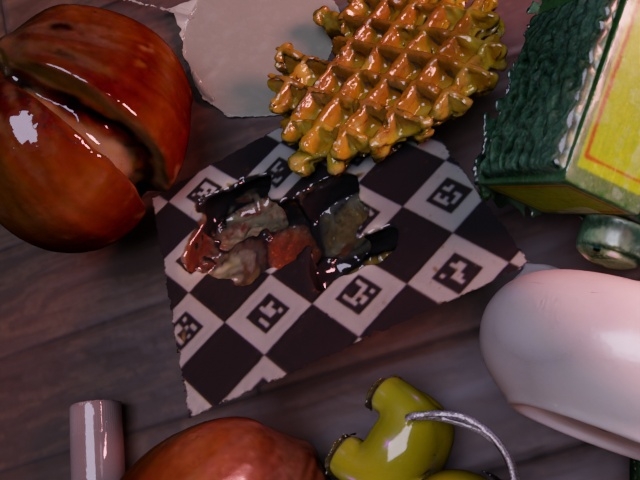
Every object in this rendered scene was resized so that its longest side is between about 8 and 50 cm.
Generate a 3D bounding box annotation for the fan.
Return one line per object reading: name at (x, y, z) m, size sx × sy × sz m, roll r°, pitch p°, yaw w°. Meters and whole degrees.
fan at (-0.128, -0.240, 0.920) m, size 0.310 × 0.010 × 0.182 m, roll 22°, pitch 83°, yaw 17°

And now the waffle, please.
waffle at (0.061, -0.165, 0.787) m, size 0.232 × 0.051 × 0.228 m, roll -17°, pitch 47°, yaw 14°

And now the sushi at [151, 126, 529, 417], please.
sushi at (0.000, 0.000, 0.759) m, size 0.292 × 0.059 × 0.294 m, roll -27°, pitch 45°, yaw 7°

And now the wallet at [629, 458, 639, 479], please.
wallet at (0.323, 0.200, 0.643) m, size 0.160 × 0.055 × 0.235 m, roll 2°, pitch 61°, yaw 20°

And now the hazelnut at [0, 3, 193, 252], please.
hazelnut at (-0.237, -0.115, 0.813) m, size 0.217 × 0.217 × 0.251 m, roll 16°, pitch 59°, yaw 19°

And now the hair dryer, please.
hair dryer at (-0.289, 0.268, 0.830) m, size 0.221 × 0.054 × 0.195 m, roll -12°, pitch 73°, yaw 20°

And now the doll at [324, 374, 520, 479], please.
doll at (0.109, 0.215, 0.660) m, size 0.135 × 0.143 × 0.221 m, roll -52°, pitch 44°, yaw -2°

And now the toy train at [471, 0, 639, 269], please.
toy train at (0.252, -0.116, 0.668) m, size 0.188 × 0.159 × 0.271 m, roll 22°, pitch 86°, yaw -18°

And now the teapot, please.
teapot at (0.215, 0.079, 0.618) m, size 0.298 × 0.204 × 0.139 m, roll 1°, pitch 68°, yaw 62°

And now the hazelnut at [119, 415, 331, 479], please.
hazelnut at (-0.087, 0.257, 0.708) m, size 0.186 × 0.210 × 0.210 m, roll -33°, pitch 68°, yaw 31°
